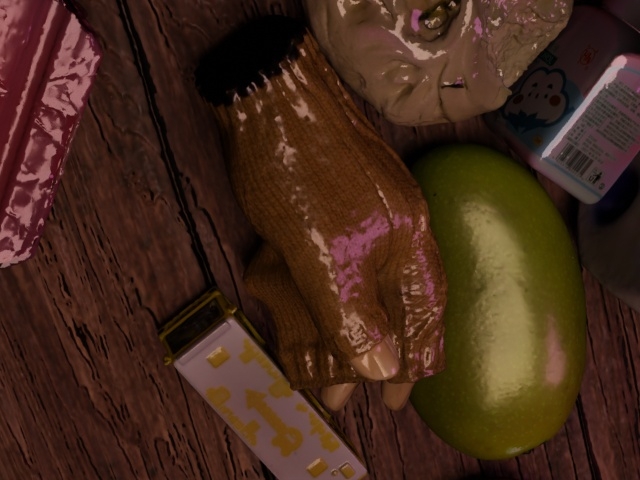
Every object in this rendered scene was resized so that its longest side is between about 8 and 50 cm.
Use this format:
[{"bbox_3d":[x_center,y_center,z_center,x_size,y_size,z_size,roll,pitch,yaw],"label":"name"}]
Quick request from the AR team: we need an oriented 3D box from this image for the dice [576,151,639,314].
[{"bbox_3d":[0.401,-0.012,1.475,0.259,0.243,0.251,27,103,-27],"label":"dice"}]

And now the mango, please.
[{"bbox_3d":[0.147,0.054,1.490,0.175,0.143,0.293,-11,105,-5],"label":"mango"}]

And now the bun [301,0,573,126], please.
[{"bbox_3d":[0.102,-0.194,1.379,0.237,0.116,0.210,-2,114,-14],"label":"bun"}]

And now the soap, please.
[{"bbox_3d":[-0.270,-0.111,1.318,0.162,0.099,0.250,16,108,-21],"label":"soap"}]

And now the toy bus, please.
[{"bbox_3d":[-0.052,0.147,1.505,0.081,0.074,0.226,-36,118,2],"label":"toy bus"}]

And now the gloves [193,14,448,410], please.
[{"bbox_3d":[0.011,-0.012,1.384,0.155,0.203,0.356,-20,110,-11],"label":"gloves"}]

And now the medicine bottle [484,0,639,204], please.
[{"bbox_3d":[0.240,-0.140,1.439,0.094,0.119,0.188,31,101,-30],"label":"medicine bottle"}]

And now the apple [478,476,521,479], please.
[{"bbox_3d":[0.179,0.331,1.617,0.173,0.160,0.195,-41,126,-21],"label":"apple"}]
